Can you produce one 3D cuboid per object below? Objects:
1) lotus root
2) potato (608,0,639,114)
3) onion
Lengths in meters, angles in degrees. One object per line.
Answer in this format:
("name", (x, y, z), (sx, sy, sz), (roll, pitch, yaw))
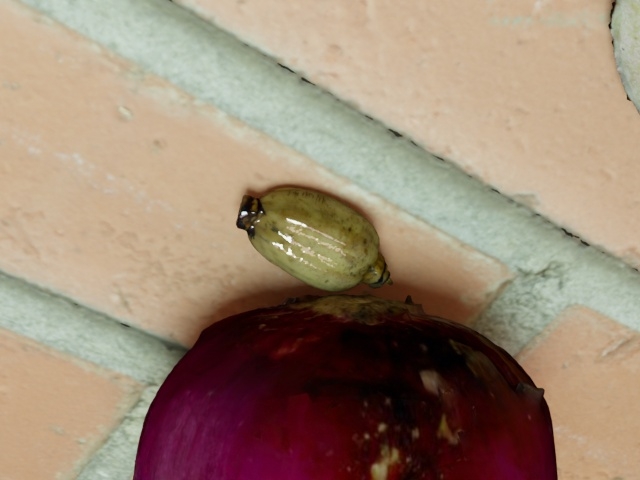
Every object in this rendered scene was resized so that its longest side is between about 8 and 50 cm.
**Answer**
("lotus root", (0.000, 0.000, 0.877), (0.152, 0.063, 0.072), (29, 93, -19))
("potato", (0.310, -0.158, 0.762), (0.117, 0.182, 0.202), (-47, 141, -25))
("onion", (0.021, 0.237, 0.852), (0.347, 0.348, 0.385), (2, 91, -9))
